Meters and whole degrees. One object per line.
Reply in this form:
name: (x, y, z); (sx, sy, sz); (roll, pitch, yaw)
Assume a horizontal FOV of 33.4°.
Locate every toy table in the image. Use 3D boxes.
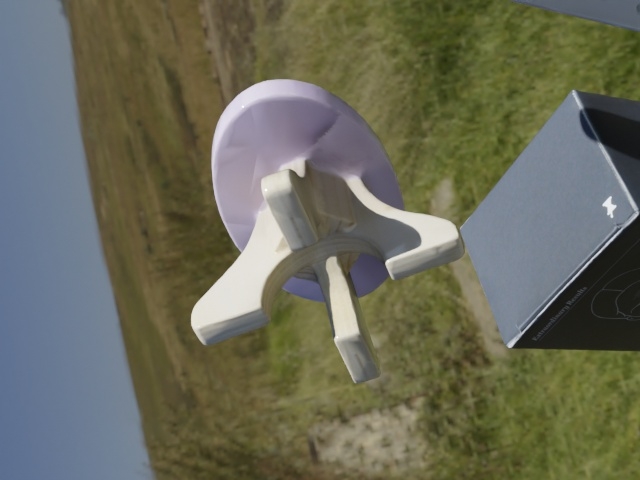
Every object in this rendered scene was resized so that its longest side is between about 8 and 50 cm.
toy table: (0.000, 0.000, 1.003); (0.274, 0.252, 0.161); (50, -161, -37)

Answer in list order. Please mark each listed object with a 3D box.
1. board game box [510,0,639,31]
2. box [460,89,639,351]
board game box: (0.427, -0.415, 1.200); (0.050, 0.390, 0.390); (-144, 66, -85)
box: (0.449, -0.009, 1.471); (0.293, 0.395, 0.212); (-55, 41, 42)
